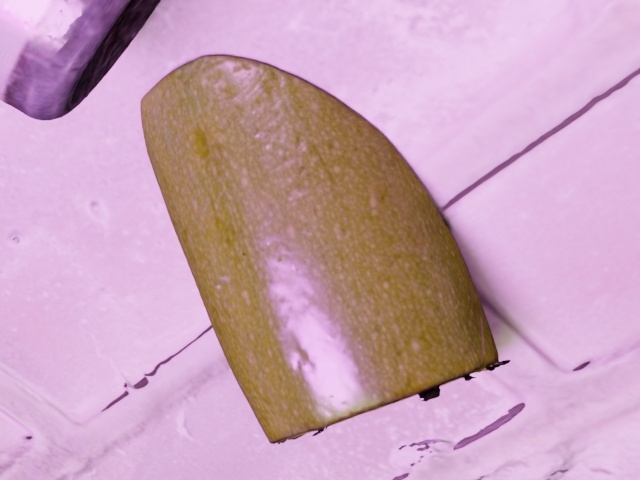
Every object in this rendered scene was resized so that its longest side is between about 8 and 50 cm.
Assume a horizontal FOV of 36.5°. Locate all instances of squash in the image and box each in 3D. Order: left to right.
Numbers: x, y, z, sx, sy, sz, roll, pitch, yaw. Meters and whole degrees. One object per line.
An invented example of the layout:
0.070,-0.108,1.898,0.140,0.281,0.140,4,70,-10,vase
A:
0.000,0.000,0.691,0.189,0.189,0.260,-29,78,36,squash

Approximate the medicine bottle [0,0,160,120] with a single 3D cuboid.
-0.208,-0.200,0.505,0.273,0.165,0.165,35,132,-10,medicine bottle
